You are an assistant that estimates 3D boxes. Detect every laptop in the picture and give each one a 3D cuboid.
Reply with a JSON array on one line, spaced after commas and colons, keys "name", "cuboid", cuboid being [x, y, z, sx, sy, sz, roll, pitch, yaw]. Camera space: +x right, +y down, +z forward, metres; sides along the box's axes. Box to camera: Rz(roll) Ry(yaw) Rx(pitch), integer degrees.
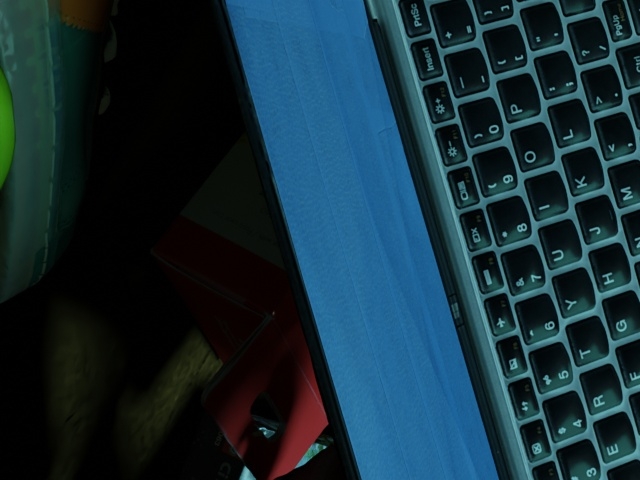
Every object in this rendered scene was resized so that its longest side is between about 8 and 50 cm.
[{"name": "laptop", "cuboid": [0.144, 0.010, 0.565, 0.408, 0.236, 0.382, -17, 93, -22]}]

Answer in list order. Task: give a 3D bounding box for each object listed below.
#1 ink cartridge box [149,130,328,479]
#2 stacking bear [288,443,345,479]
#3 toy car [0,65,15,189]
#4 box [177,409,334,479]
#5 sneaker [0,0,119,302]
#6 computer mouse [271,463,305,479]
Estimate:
[{"name": "ink cartridge box", "cuboid": [0.000, 0.000, 0.728, 0.231, 0.078, 0.134, -53, 152, -18]}, {"name": "stacking bear", "cuboid": [-0.075, 0.215, 0.628, 0.289, 0.164, 0.175, -29, 141, 23]}, {"name": "toy car", "cuboid": [-0.159, -0.004, 0.339, 0.182, 0.136, 0.159, -9, 130, -19]}, {"name": "box", "cuboid": [-0.043, 0.222, 0.829, 0.159, 0.044, 0.233, 25, 85, -49]}, {"name": "sneaker", "cuboid": [-0.087, -0.117, 0.433, 0.121, 0.108, 0.302, -33, 142, -41]}, {"name": "computer mouse", "cuboid": [0.021, 0.231, 0.736, 0.272, 0.188, 0.072, 62, 21, -10]}]
